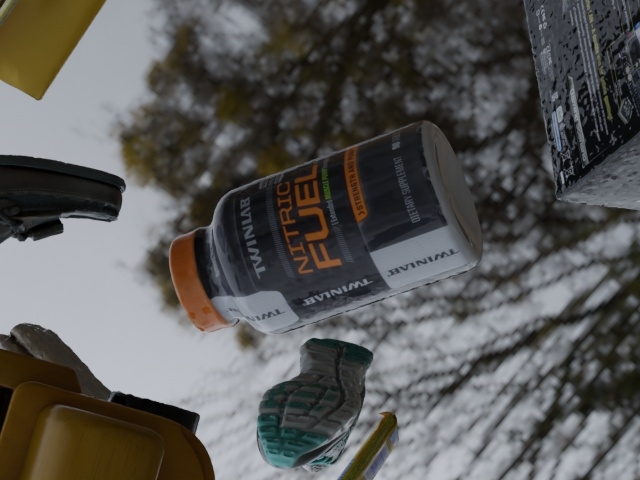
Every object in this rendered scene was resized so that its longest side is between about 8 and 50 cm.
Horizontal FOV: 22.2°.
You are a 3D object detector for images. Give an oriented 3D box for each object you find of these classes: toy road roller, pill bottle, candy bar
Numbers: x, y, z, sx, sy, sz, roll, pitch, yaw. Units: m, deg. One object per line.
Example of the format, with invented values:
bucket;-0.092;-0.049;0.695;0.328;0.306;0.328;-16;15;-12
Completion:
toy road roller;-0.258;0.212;1.498;0.329;0.202;0.240;16;172;-8
pill bottle;0.000;0.000;1.352;0.130;0.246;0.130;-20;-90;-75
candy bar;0.020;0.204;1.322;0.018;0.040;0.161;21;-122;28

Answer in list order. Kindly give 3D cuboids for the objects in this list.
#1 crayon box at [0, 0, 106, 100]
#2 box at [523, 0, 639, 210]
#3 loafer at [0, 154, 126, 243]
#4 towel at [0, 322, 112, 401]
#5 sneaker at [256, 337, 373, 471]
crayon box;-0.215;-0.249;1.328;0.081;0.202;0.318;29;-160;-24
box;0.149;-0.121;0.643;0.077;0.147;0.180;6;-117;-25
loafer;-0.290;-0.027;1.318;0.267;0.096;0.084;7;-102;-23
towel;-0.251;0.203;1.854;0.282;0.049;0.187;45;178;5
sneaker;-0.002;0.126;1.093;0.065;0.076;0.166;11;-161;14
